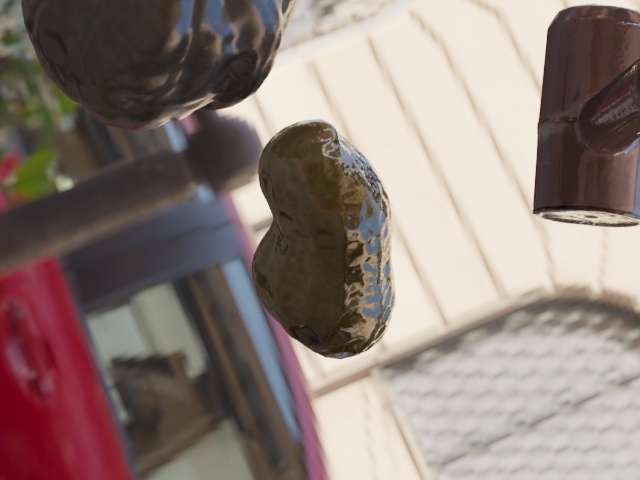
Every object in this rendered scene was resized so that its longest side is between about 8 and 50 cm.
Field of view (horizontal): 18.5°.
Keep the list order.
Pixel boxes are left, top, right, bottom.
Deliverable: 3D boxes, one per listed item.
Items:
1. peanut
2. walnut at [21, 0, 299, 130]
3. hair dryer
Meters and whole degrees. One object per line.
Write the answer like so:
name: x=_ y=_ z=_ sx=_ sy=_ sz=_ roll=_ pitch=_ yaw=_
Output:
peanut: x=0.000 y=0.000 z=1.599 sx=0.120 sy=0.110 sz=0.236 roll=15 pitch=-42 yaw=27
walnut: x=-0.113 y=-0.184 z=1.410 sx=0.224 sy=0.224 sz=0.224 roll=60 pitch=-16 yaw=29
hair dryer: x=0.258 y=-0.123 z=1.623 sx=0.344 sy=0.106 sz=0.189 roll=131 pitch=-34 yaw=-82
